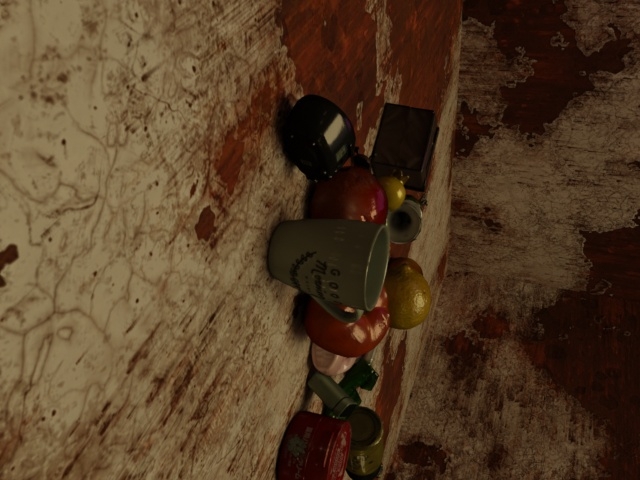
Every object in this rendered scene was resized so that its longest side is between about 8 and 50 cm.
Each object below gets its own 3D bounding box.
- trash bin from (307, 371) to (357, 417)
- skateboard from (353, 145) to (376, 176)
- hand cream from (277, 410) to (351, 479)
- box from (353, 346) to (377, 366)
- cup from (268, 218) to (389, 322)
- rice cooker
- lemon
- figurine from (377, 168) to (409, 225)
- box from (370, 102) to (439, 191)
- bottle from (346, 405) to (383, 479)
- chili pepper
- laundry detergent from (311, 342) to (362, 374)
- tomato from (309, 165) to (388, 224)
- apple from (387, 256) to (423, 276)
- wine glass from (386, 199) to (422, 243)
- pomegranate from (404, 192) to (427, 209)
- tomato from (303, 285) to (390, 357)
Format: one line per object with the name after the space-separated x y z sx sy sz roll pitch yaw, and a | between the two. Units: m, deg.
0.034 0.445 1.540 0.059 0.130 0.116 -48 156 -2 | trash bin
0.128 -0.204 1.615 0.080 0.067 0.151 -57 155 -28 | skateboard
-0.013 0.594 1.476 0.230 0.149 0.230 8 90 -69 | hand cream
0.154 0.416 1.886 0.285 0.044 0.142 106 5 -58 | box
0.019 0.072 1.183 0.186 0.234 0.258 -54 147 -50 | cup
-0.002 -0.212 1.133 0.118 0.142 0.203 -57 152 -22 | rice cooker
0.312 0.215 2.066 0.228 0.228 0.254 -19 100 -68 | lemon
0.188 -0.105 1.670 0.185 0.127 0.234 63 50 -73 | figurine
0.291 -0.322 1.823 0.153 0.188 0.252 56 50 -66 | box
0.149 0.780 1.982 0.171 0.171 0.351 -61 154 -43 | bottle
0.091 0.492 1.721 0.253 0.099 0.083 -56 -157 14 | chili pepper
0.062 0.337 1.640 0.335 0.087 0.159 40 60 -68 | laundry detergent
0.078 -0.083 1.342 0.208 0.184 0.208 12 90 -70 | tomato
0.351 0.170 2.290 0.173 0.160 0.195 -46 140 -22 | apple
0.317 -0.079 2.060 0.196 0.165 0.165 -37 134 -72 | wine glass
0.381 -0.141 2.206 0.122 0.161 0.122 47 24 -28 | pomegranate
0.067 0.186 1.414 0.259 0.180 0.260 11 72 -39 | tomato
